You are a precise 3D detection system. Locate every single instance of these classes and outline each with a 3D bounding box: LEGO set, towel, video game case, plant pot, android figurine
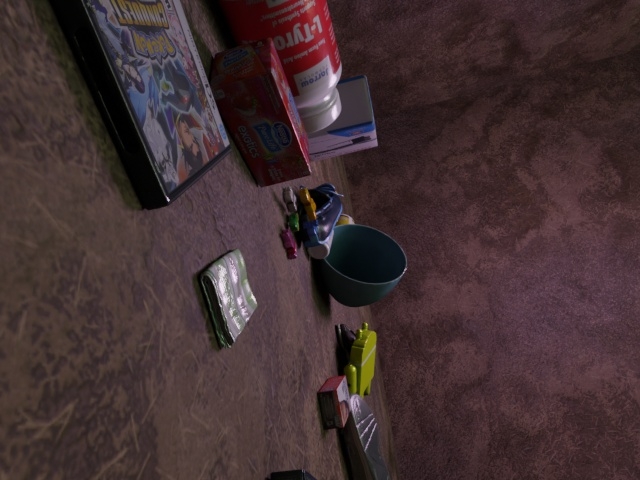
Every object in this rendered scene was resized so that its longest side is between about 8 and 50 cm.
[{"bbox_3d":[-0.053,-0.074,1.107,0.093,0.086,0.227,69,12,-45],"label":"LEGO set"},{"bbox_3d":[-0.130,0.079,0.647,0.152,0.023,0.113,-62,140,-76],"label":"towel"},{"bbox_3d":[-0.200,-0.200,0.551,0.275,0.035,0.248,-81,157,-66],"label":"video game case"},{"bbox_3d":[0.121,0.110,1.453,0.290,0.290,0.196,-91,-169,-51],"label":"plant pot"},{"bbox_3d":[0.141,0.421,1.484,0.248,0.056,0.273,-28,121,-63],"label":"android figurine"}]

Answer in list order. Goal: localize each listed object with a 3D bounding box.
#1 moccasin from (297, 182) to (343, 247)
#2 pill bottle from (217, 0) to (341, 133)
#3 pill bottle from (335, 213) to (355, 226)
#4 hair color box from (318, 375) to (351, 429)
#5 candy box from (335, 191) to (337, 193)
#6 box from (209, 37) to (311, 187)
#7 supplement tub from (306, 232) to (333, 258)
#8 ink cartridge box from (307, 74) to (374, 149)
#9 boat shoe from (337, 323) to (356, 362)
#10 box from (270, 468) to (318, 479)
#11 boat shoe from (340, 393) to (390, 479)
[{"bbox_3d":[-0.001,-0.109,1.319,0.342,0.137,0.117,-86,157,-62],"label":"moccasin"},{"bbox_3d":[-0.080,-0.466,1.019,0.408,0.228,0.229,67,14,-48],"label":"pill bottle"},{"bbox_3d":[0.085,-0.011,1.748,0.209,0.119,0.119,-86,161,-60],"label":"pill bottle"},{"bbox_3d":[0.040,0.417,1.127,0.167,0.053,0.093,22,57,-77],"label":"hair color box"},{"bbox_3d":[0.012,-0.095,1.468,0.027,0.105,0.206,49,21,-24],"label":"candy box"},{"bbox_3d":[-0.111,-0.247,0.873,0.257,0.122,0.128,66,14,-50],"label":"box"},{"bbox_3d":[0.000,0.000,1.336,0.107,0.070,0.071,-77,154,-52],"label":"supplement tub"},{"bbox_3d":[0.050,-0.418,1.554,0.395,0.285,0.166,-11,91,-80],"label":"ink cartridge box"},{"bbox_3d":[0.113,0.367,1.574,0.228,0.068,0.081,68,14,-47],"label":"boat shoe"},{"bbox_3d":[-0.018,0.482,0.675,0.233,0.059,0.184,68,15,-48],"label":"box"},{"bbox_3d":[0.113,0.603,1.240,0.118,0.103,0.321,-17,90,-62],"label":"boat shoe"}]
